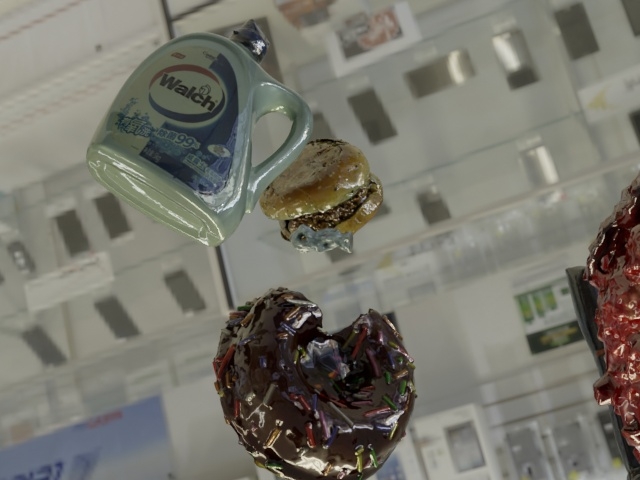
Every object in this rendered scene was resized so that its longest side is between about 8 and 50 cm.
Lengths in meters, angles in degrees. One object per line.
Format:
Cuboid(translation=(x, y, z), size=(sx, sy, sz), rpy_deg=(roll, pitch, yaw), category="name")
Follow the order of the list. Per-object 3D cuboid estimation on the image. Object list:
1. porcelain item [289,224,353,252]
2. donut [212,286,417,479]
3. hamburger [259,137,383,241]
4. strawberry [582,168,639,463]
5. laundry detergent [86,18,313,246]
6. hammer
Cuboid(translation=(0.000, 0.000, 1.518), size=(0.083, 0.036, 0.028), rpy_deg=(5, 175, 12), category="porcelain item")
Cuboid(translation=(0.001, 0.149, 1.250), size=(0.230, 0.216, 0.096), rpy_deg=(31, 136, -15), category="donut")
Cuboid(translation=(-0.002, -0.076, 1.650), size=(0.177, 0.185, 0.113), rpy_deg=(-7, 129, 47), category="hamburger")
Cuboid(translation=(0.282, 0.047, 0.751), size=(0.274, 0.274, 0.220), rpy_deg=(-27, 150, 32), category="strawberry")
Cuboid(translation=(-0.123, -0.146, 1.389), size=(0.280, 0.214, 0.105), rpy_deg=(-56, 173, -31), category="laundry detergent")
Cuboid(translation=(0.315, 0.159, 1.267), size=(0.037, 0.290, 0.137), rpy_deg=(-14, 151, 8), category="hammer")
